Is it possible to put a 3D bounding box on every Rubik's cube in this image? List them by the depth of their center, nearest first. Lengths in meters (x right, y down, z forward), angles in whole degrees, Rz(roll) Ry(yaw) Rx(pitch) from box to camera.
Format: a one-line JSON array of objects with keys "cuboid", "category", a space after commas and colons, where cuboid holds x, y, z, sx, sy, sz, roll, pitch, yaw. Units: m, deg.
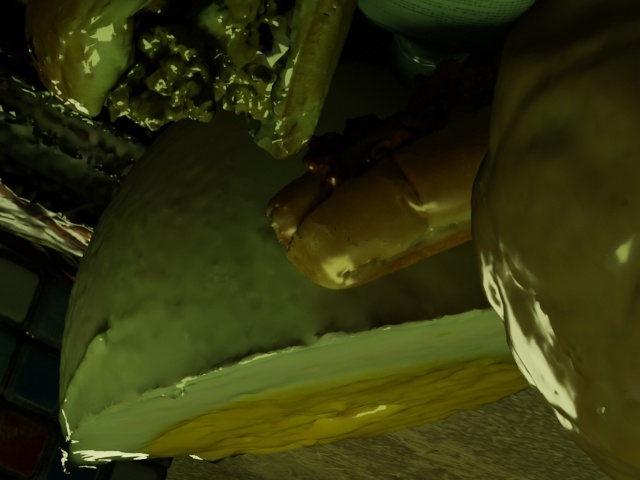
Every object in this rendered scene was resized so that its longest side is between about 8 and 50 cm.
[{"cuboid": [-0.300, 0.119, 1.587, 0.293, 0.287, 0.292, 29, 162, -32], "category": "Rubik's cube"}]

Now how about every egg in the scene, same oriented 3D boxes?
[{"cuboid": [0.000, 0.000, 1.015, 0.337, 0.201, 0.337, -15, 167, -3], "category": "egg"}]

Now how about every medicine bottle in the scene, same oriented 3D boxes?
[{"cuboid": [0.059, -0.121, 0.830, 0.090, 0.054, 0.208, 14, 165, 1], "category": "medicine bottle"}]

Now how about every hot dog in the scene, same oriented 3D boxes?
[{"cuboid": [0.092, -0.055, 0.818, 0.249, 0.076, 0.102, -23, -171, 3], "category": "hot dog"}]

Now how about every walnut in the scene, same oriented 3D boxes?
[{"cuboid": [0.199, -0.023, 0.635, 0.296, 0.285, 0.285, -22, 159, 0], "category": "walnut"}]

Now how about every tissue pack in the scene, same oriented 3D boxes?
[{"cuboid": [-0.146, -0.030, 1.246, 0.332, 0.123, 0.245, 29, 167, -21], "category": "tissue pack"}]

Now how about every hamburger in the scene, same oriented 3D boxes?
[{"cuboid": [-0.057, -0.125, 0.798, 0.131, 0.185, 0.159, 9, 123, -11], "category": "hamburger"}]
